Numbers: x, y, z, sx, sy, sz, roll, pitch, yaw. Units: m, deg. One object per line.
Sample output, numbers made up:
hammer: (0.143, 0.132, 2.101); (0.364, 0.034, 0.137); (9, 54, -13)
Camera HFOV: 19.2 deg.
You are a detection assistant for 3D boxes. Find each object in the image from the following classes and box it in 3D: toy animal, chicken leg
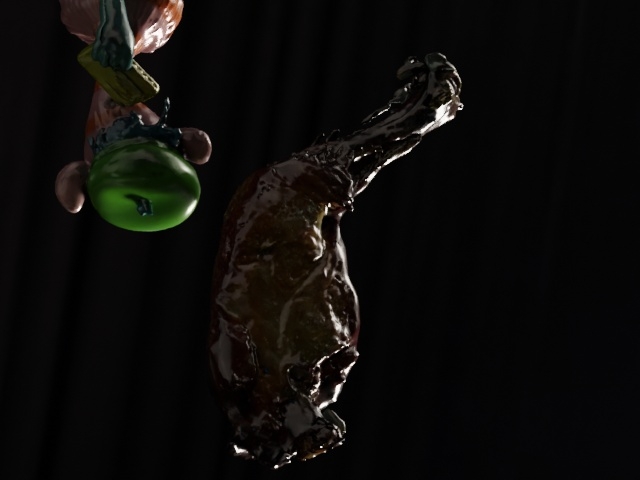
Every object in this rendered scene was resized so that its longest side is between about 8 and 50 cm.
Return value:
toy animal: (-0.102, -0.113, 1.044); (0.100, 0.208, 0.103); (5, 154, 3)
chicken leg: (0.000, 0.000, 1.025); (0.106, 0.253, 0.051); (26, 163, -7)
